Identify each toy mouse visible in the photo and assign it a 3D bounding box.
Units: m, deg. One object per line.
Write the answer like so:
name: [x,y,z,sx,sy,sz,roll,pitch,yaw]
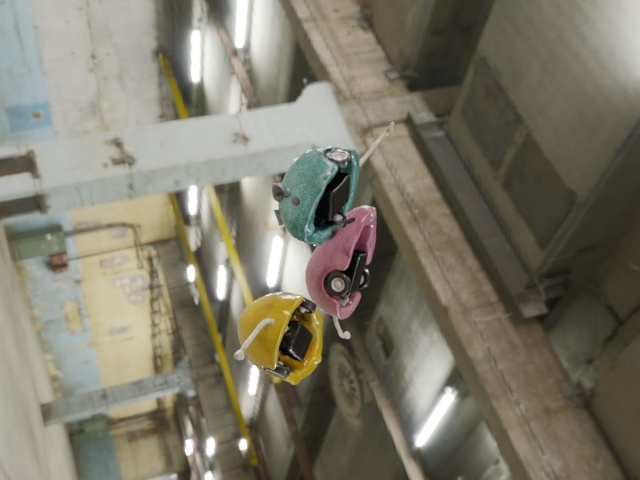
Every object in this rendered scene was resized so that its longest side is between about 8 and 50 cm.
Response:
toy mouse: [0.000,0.000,0.391,0.161,0.031,0.143,48,60,-67]
